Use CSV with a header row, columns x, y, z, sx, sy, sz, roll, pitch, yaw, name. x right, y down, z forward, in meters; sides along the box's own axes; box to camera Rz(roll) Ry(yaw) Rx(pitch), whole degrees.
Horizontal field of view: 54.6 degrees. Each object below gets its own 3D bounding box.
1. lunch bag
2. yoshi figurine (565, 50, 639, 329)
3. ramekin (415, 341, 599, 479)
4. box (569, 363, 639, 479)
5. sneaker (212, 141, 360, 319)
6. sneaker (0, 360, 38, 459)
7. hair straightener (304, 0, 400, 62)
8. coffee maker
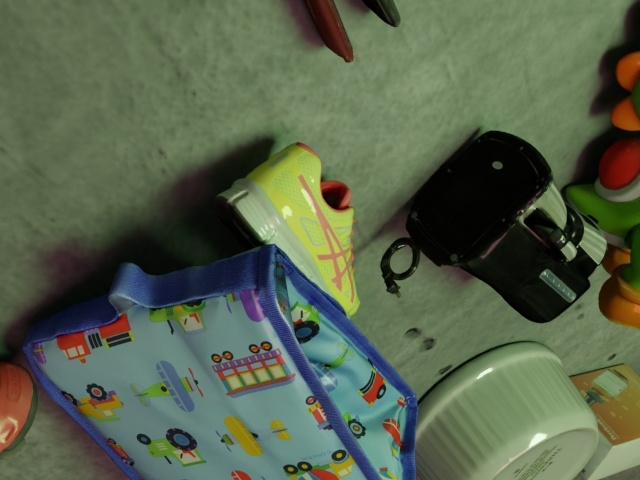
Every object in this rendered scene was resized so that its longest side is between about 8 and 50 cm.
x,y,z,sx,sy,sz,roll,pitch,yaw,name
-0.076,0.127,0.498,0.221,0.138,0.293,-15,131,23,lunch bag
0.396,-0.078,0.602,0.203,0.203,0.362,-21,130,-21,yoshi figurine
0.255,0.279,0.858,0.273,0.127,0.272,-16,132,-18,ramekin
0.448,0.281,0.971,0.171,0.130,0.091,-5,129,-28,box
0.000,0.000,0.514,0.094,0.081,0.208,-51,147,-12,sneaker
-0.347,0.154,0.423,0.276,0.097,0.135,-33,136,-5,sneaker
0.000,-0.220,0.359,0.089,0.047,0.230,-35,131,-1,hair straightener
0.172,0.004,0.606,0.171,0.120,0.178,-29,139,27,coffee maker
